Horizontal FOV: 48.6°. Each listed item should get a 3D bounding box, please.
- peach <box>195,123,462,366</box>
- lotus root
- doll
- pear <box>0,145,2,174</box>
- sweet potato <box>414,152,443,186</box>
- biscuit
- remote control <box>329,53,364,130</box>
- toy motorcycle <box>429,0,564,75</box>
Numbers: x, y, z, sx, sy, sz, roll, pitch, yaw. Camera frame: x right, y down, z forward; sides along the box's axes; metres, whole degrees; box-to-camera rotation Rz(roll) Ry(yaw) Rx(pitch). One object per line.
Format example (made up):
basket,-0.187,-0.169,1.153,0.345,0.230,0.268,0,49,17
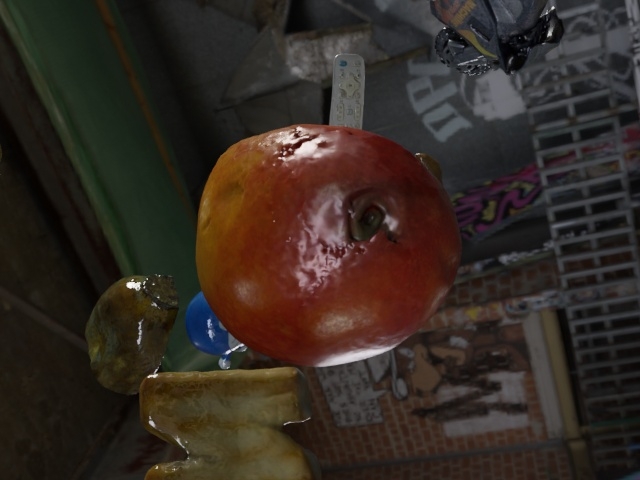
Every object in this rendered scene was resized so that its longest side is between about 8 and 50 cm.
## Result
peach,0.000,0.000,0.716,0.238,0.281,0.281,-46,-51,-31
lotus root,-0.468,0.205,1.763,0.149,0.260,0.267,14,-135,-37
doll,-0.225,0.209,1.733,0.257,0.161,0.215,32,-116,-72
pear,-0.388,-0.068,0.688,0.104,0.141,0.141,-91,-19,-58
sweet potato,0.225,-0.108,1.465,0.054,0.053,0.182,-47,-33,-33
biscuit,-0.142,0.322,1.132,0.291,0.062,0.236,2,-116,-27
remote control,0.046,-0.249,1.394,0.073,0.044,0.229,-7,-73,-31
toy motorcycle,0.206,-0.300,0.836,0.108,0.173,0.307,-57,-26,-22
